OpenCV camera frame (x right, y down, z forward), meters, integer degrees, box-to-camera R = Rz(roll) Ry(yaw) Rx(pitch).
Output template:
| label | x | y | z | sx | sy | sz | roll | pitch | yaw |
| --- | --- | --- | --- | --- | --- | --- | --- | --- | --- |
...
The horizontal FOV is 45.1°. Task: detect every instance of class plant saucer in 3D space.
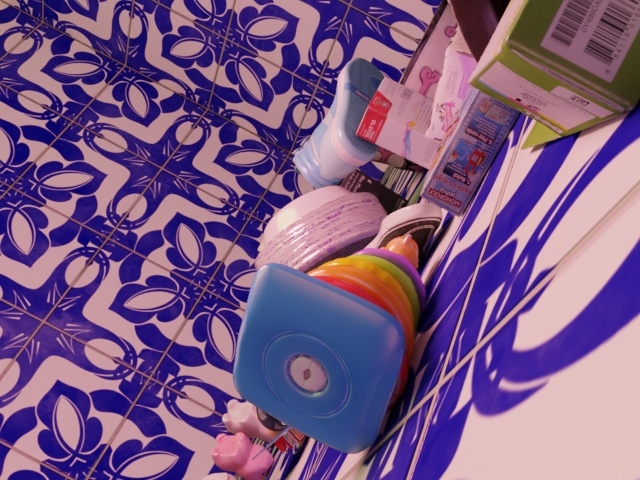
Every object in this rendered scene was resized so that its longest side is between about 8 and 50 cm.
| label | x | y | z | sx | sy | sz | roll | pitch | yaw |
| --- | --- | --- | --- | --- | --- | --- | --- | --- | --- |
| plant saucer | 0.248 | -0.403 | 1.158 | 0.050 | 0.311 | 0.311 | -11 | 32 | 30 |

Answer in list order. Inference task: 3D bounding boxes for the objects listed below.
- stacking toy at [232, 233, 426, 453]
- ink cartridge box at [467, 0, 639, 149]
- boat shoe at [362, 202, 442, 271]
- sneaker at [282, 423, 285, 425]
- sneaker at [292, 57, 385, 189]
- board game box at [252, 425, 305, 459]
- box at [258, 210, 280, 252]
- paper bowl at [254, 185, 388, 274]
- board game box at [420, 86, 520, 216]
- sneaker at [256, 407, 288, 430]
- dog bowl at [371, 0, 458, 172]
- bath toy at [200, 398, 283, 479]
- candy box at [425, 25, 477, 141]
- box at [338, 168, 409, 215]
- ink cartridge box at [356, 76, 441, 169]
| label | x | y | z | sx | sy | sz | roll | pitch | yaw |
| --- | --- | --- | --- | --- | --- | --- | --- | --- | --- |
| stacking toy | 0.050 | 0.070 | 0.840 | 0.302 | 0.165 | 0.175 | -42 | -29 | -56 |
| ink cartridge box | 0.198 | -0.183 | 0.612 | 0.189 | 0.097 | 0.255 | -62 | 1 | -1 |
| boat shoe | 0.111 | 0.020 | 1.067 | 0.219 | 0.077 | 0.070 | 124 | 140 | -59 |
| sneaker | -0.032 | 0.249 | 1.323 | 0.162 | 0.073 | 0.063 | -45 | -8 | 24 |
| sneaker | 0.032 | -0.233 | 1.599 | 0.208 | 0.127 | 0.319 | -40 | 22 | 40 |
| board game box | -0.046 | 0.337 | 1.344 | 0.168 | 0.033 | 0.133 | -32 | -12 | -49 |
| box | -0.015 | 0.052 | 1.774 | 0.275 | 0.094 | 0.113 | 42 | -110 | -44 |
| paper bowl | 0.000 | 0.000 | 1.541 | 0.284 | 0.148 | 0.284 | -28 | -16 | -9 |
| board game box | 0.188 | -0.125 | 0.980 | 0.194 | 0.060 | 0.194 | -62 | 0 | -1 |
| sneaker | -0.080 | 0.330 | 1.590 | 0.131 | 0.112 | 0.319 | -58 | -4 | -45 |
| dog bowl | 0.250 | -0.339 | 1.799 | 0.408 | 0.150 | 0.408 | -62 | -1 | -1 |
| bath toy | -0.165 | 0.482 | 1.744 | 0.348 | 0.151 | 0.129 | -66 | -36 | -45 |
| candy box | 0.244 | -0.279 | 1.304 | 0.196 | 0.070 | 0.165 | -62 | -14 | -49 |
| box | 0.091 | -0.056 | 1.757 | 0.156 | 0.158 | 0.093 | -61 | 5 | -24 |
| ink cartridge box | 0.172 | -0.218 | 1.456 | 0.127 | 0.175 | 0.072 | -62 | -3 | -48 |
